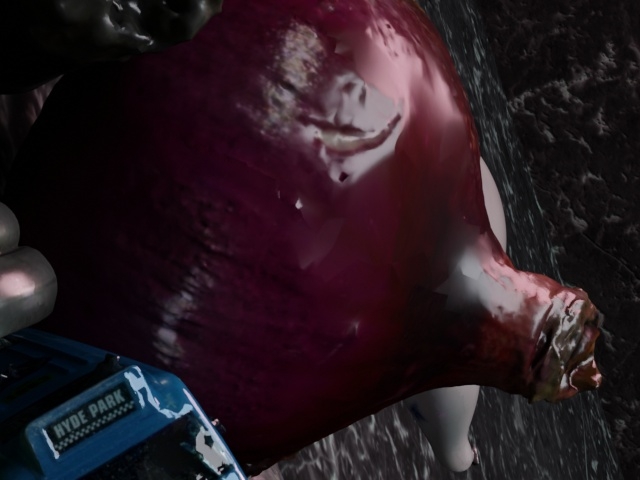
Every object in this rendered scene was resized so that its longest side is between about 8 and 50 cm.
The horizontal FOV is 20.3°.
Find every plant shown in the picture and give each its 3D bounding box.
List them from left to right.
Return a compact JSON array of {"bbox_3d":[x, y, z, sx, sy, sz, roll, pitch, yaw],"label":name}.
[{"bbox_3d":[-0.126,-0.158,0.900,0.142,0.164,0.256,67,-12,-25],"label":"plant"}]

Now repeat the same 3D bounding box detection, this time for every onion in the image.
[{"bbox_3d":[0.000,0.000,1.097,0.348,0.385,0.348,23,90,-89],"label":"onion"}]

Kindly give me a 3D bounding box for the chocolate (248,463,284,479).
[{"bbox_3d":[-0.077,0.150,1.257,0.110,0.110,0.248,51,25,-57],"label":"chocolate"}]

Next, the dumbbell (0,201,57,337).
[{"bbox_3d":[-0.236,-0.097,0.777,0.179,0.179,0.406,-32,108,-74],"label":"dumbbell"}]

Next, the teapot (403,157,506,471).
[{"bbox_3d":[0.019,0.008,1.507,0.424,0.252,0.280,56,-22,8],"label":"teapot"}]

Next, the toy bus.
[{"bbox_3d":[-0.127,0.120,0.876,0.246,0.113,0.134,7,-57,62],"label":"toy bus"}]
